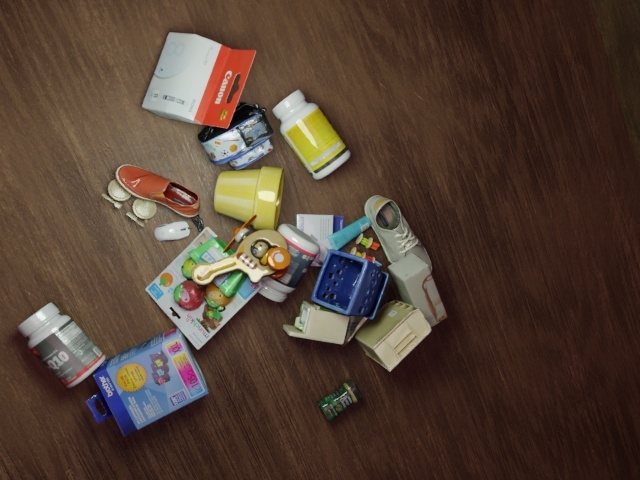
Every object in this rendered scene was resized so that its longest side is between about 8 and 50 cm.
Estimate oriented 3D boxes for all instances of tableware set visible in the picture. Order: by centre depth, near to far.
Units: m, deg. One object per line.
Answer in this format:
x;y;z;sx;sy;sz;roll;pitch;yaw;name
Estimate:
-0.718;-0.157;1.793;0.194;0.039;0.128;41;66;-20;tableware set

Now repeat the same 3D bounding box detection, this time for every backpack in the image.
-0.325;-0.395;1.801;0.263;0.276;0.213;-26;112;-10;backpack

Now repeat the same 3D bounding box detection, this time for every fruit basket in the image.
-0.452;0.178;1.794;0.353;0.165;0.327;-43;80;-4;fruit basket

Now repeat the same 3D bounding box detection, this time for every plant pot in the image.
-0.277;-0.172;1.830;0.239;0.254;0.254;9;90;0;plant pot
0.138;0.190;1.948;0.212;0.236;0.236;24;85;-42;plant pot

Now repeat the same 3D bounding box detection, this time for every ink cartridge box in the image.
-0.448;-0.585;1.705;0.091;0.385;0.308;26;83;-59;ink cartridge box
-0.664;0.541;1.787;0.395;0.151;0.270;-25;99;-12;ink cartridge box
0.000;0.000;2.007;0.224;0.045;0.223;0;93;-16;ink cartridge box

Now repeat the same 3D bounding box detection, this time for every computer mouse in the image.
-0.552;-0.038;1.845;0.193;0.042;0.106;-14;97;-15;computer mouse

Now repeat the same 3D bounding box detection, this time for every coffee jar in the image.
0.088;0.693;2.046;0.184;0.079;0.096;-32;101;-13;coffee jar

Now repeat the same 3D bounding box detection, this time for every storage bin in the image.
0.300;0.389;2.001;0.260;0.262;0.123;-40;100;-11;storage bin

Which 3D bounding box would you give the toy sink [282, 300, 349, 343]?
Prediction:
-0.021;0.335;1.961;0.234;0.153;0.131;13;89;-15;toy sink

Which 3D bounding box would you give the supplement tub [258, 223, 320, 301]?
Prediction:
-0.145;0.088;1.873;0.191;0.191;0.272;31;99;-15;supplement tub

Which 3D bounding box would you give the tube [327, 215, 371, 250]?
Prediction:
0.125;-0.033;2.025;0.207;0.052;0.080;-32;106;-20;tube

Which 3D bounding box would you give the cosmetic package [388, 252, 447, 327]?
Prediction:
0.424;0.224;2.041;0.129;0.153;0.296;-30;119;-6;cosmetic package

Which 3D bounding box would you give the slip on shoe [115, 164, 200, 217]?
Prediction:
-0.604;-0.198;1.774;0.331;0.101;0.123;27;56;-16;slip on shoe

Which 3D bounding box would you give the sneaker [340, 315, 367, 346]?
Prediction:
0.126;0.364;2.056;0.086;0.064;0.192;43;81;-6;sneaker

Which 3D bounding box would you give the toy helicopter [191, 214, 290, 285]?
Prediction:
-0.292;0.056;1.681;0.355;0.140;0.235;-20;76;-17;toy helicopter

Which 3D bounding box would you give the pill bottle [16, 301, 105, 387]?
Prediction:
-0.932;0.374;1.691;0.161;0.161;0.283;-39;102;-11;pill bottle

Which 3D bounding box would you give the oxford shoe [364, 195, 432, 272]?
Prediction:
0.352;-0.004;2.069;0.169;0.130;0.449;-38;104;-14;oxford shoe

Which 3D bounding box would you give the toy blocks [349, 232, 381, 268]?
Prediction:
0.216;0.052;2.068;0.148;0.054;0.123;27;85;-16;toy blocks

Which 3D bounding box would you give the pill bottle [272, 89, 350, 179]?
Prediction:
-0.041;-0.428;1.902;0.188;0.188;0.334;-39;103;-11;pill bottle
